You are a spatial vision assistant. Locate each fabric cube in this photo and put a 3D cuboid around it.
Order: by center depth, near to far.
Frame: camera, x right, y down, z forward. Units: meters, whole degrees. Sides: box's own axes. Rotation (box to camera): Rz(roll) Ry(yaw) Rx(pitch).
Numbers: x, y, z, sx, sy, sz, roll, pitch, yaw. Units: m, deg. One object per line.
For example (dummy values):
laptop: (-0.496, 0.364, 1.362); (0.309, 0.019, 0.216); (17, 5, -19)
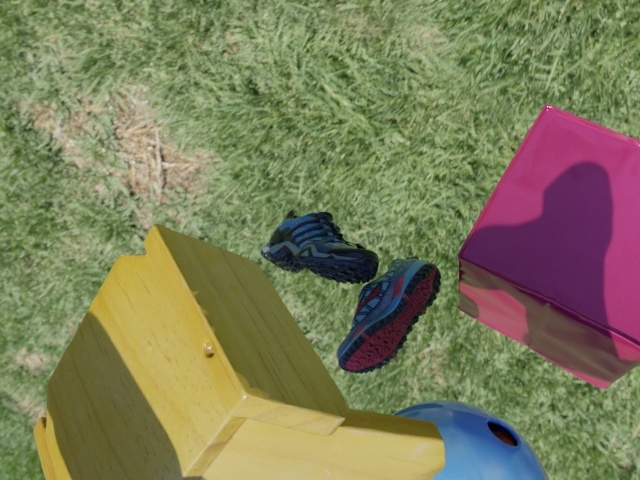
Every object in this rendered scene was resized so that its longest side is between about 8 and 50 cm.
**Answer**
fabric cube: (0.360, 0.019, 0.891); (0.259, 0.254, 0.258); (29, 167, 20)

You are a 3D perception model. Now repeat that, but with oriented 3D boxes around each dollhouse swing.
dollhouse swing: (-0.092, 0.212, 0.748); (0.347, 0.305, 0.315); (-55, 52, 25)

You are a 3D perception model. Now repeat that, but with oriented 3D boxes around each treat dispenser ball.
treat dispenser ball: (0.177, 0.370, 0.892); (0.288, 0.288, 0.288); (10, 123, 16)

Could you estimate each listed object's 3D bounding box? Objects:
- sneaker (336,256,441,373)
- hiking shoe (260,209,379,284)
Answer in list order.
sneaker: (0.118, 0.141, 1.239); (0.104, 0.262, 0.125); (49, 168, -32)
hiking shoe: (0.000, 0.000, 1.261); (0.304, 0.132, 0.113); (10, 162, 46)
